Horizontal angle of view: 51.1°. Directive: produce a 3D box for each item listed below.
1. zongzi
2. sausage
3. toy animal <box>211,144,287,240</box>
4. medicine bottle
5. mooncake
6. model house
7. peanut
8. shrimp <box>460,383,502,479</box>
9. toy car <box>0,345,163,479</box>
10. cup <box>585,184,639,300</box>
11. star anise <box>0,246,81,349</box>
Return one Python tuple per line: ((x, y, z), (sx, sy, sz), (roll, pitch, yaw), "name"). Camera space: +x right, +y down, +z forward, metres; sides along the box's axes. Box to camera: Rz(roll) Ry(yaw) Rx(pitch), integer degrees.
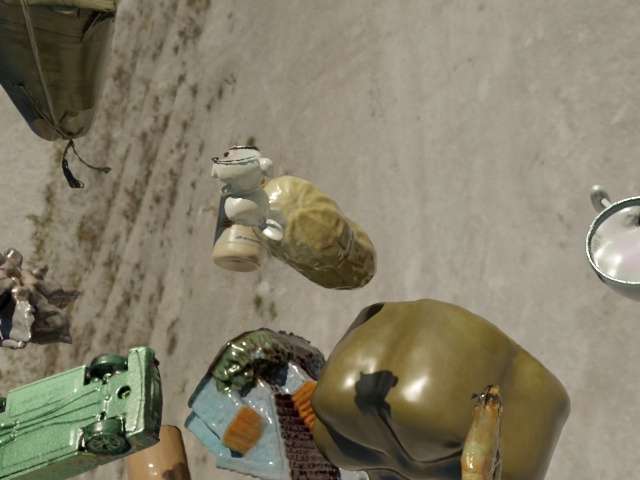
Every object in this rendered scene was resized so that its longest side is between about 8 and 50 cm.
((-0.582, -0.322, 1.237), (0.181, 0.419, 0.447), (-112, 35, -45), "zongzi")
((-0.308, 0.496, 1.307), (0.123, 0.123, 0.252), (-61, 38, 35), "sausage")
((-0.094, -0.061, 0.892), (0.071, 0.085, 0.124), (-88, -8, -68), "toy animal")
((-0.161, -0.064, 1.434), (0.114, 0.114, 0.252), (144, 136, -59), "medicine bottle")
((0.211, 0.331, 1.252), (0.262, 0.467, 0.467), (-58, 8, -35), "mooncake")
((-0.060, 0.418, 1.483), (0.297, 0.360, 0.339), (-52, 54, 3), "model house")
((0.000, 0.000, 1.213), (0.152, 0.313, 0.152), (-18, 53, 25), "peanut")
((0.204, 0.259, 0.830), (0.042, 0.101, 0.190), (-11, 41, 30), "shrimp")
((-0.349, 0.244, 0.860), (0.097, 0.321, 0.141), (63, -170, -45), "toy car")
((0.556, 0.030, 1.146), (0.168, 0.173, 0.299), (-33, 53, 15), "cup")
((-0.465, 0.075, 0.992), (0.093, 0.236, 0.229), (-39, -2, 16), "star anise")
